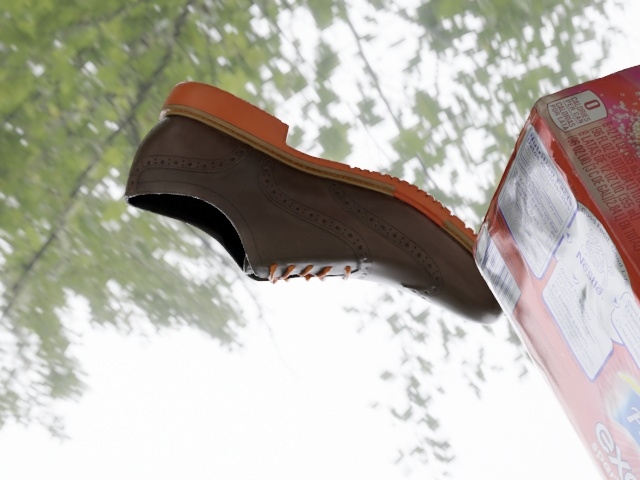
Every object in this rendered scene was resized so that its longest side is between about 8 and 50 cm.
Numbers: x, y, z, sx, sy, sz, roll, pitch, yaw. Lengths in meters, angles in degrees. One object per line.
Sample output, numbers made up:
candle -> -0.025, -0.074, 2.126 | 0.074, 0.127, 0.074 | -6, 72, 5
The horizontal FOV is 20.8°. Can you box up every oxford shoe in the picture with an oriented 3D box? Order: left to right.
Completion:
oxford shoe -> 0.000, 0.000, 1.144 | 0.271, 0.097, 0.098 | 26, -112, 9

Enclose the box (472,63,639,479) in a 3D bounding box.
box -> 0.182, 0.057, 0.716 | 0.123, 0.128, 0.257 | -20, -116, -18
